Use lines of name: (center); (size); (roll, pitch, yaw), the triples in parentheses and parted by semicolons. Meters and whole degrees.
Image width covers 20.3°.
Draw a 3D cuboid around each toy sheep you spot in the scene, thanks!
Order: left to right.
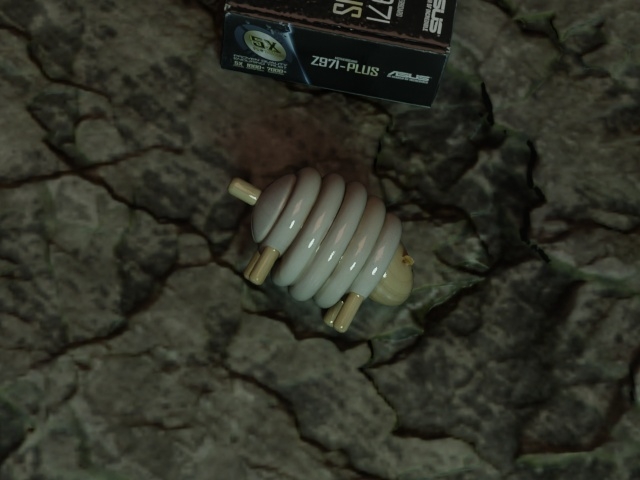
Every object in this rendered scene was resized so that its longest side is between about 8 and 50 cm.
toy sheep: (0.000, 0.000, 1.102); (0.132, 0.091, 0.091); (30, 66, -12)

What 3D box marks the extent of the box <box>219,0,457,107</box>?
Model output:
box: (0.021, -0.194, 1.191); (0.147, 0.077, 0.180); (11, 66, -1)
